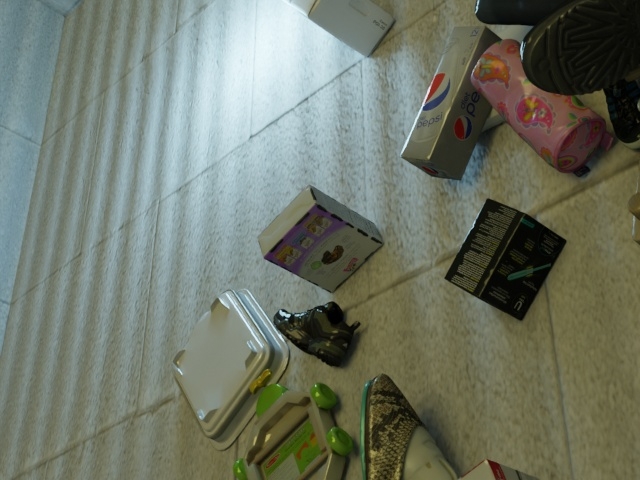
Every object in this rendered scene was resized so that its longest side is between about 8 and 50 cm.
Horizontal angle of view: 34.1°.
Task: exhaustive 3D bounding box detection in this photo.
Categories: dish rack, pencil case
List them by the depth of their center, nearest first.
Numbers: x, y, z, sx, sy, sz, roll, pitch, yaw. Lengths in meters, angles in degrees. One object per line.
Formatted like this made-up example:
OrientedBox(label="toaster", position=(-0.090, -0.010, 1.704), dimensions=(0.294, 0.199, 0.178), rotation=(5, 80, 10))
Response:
OrientedBox(label="pencil case", position=(0.388, -0.239, 1.849), dimensions=(0.124, 0.124, 0.284), rotation=(-50, 49, 16))
OrientedBox(label="dish rack", position=(-0.221, 0.272, 2.334), dimensions=(0.285, 0.072, 0.333), rotation=(-55, 35, 10))

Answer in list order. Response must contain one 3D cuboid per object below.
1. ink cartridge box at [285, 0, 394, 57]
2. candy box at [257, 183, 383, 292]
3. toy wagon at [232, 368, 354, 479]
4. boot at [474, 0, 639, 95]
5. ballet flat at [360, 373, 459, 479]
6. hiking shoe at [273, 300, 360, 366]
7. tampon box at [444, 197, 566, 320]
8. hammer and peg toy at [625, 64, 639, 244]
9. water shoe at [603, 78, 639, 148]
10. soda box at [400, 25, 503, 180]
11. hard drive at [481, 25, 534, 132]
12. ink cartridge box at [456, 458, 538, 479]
OrientedBox(label="ink cartridge box", position=(0.016, -0.570, 2.488), dimensions=(0.117, 0.207, 0.283), rotation=(-55, 35, 10))
OrientedBox(label="candy box", position=(0.000, 0.000, 2.131), dimensions=(0.165, 0.196, 0.070), rotation=(-45, 38, 21))
OrientedBox(label="toy wagon", position=(-0.063, 0.398, 2.053), dimensions=(0.267, 0.068, 0.344), rotation=(-46, 37, 20))
OrientedBox(label="boot", position=(0.389, -0.394, 1.771), dimensions=(0.367, 0.146, 0.445), rotation=(-27, 28, -14))
OrientedBox(label="ballet flat", position=(0.141, 0.463, 1.709), dimensions=(0.182, 0.164, 0.483), rotation=(0, 71, 28))
OrientedBox(label="hiking shoe", position=(-0.005, 0.175, 2.135), dimensions=(0.114, 0.086, 0.227), rotation=(-52, 40, -10))
OrientedBox(label="tampon box", position=(0.314, 0.032, 1.784), dimensions=(0.101, 0.120, 0.161), rotation=(30, 91, 54))
OrientedBox(label="hammer and peg toy", position=(0.596, -0.171, 1.571), dimensions=(0.266, 0.127, 0.361), rotation=(-16, 52, 45))
OrientedBox(label="water shoe", position=(0.506, -0.242, 1.767), dimensions=(0.073, 0.080, 0.203), rotation=(-35, 43, 33))
OrientedBox(label="soda box", position=(0.263, -0.265, 2.003), dimensions=(0.091, 0.098, 0.286), rotation=(14, 79, 54))
OrientedBox(label="hard drive", position=(0.391, -0.340, 2.012), dimensions=(0.307, 0.040, 0.203), rotation=(-25, 49, 40))
OrientedBox(label="ink cartridge box", position=(0.267, 0.395, 1.586), dimensions=(0.099, 0.135, 0.056), rotation=(-44, 42, 24))
